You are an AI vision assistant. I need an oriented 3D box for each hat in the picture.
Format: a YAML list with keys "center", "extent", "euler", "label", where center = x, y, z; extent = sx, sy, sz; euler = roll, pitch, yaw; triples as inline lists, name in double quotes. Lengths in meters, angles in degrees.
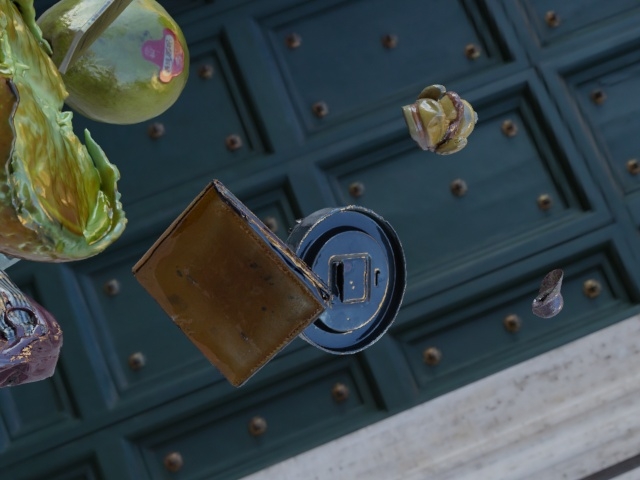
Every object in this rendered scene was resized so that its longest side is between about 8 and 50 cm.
- center: [0.385, 0.091, 1.695]
  extent: [0.042, 0.087, 0.058]
  euler: [28, 14, -9]
  label: "hat"

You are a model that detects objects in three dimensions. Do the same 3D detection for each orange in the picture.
- center: [-0.325, -0.117, 1.038]
  extent: [0.334, 0.196, 0.262]
  euler: [57, 15, 13]
  label: "orange"

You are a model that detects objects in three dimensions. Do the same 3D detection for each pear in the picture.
- center: [-0.449, -0.384, 2.131]
  extent: [0.287, 0.375, 0.287]
  euler: [4, -84, 43]
  label: "pear"

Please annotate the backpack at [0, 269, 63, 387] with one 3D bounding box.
- center: [-0.589, 0.142, 1.733]
  extent: [0.283, 0.317, 0.197]
  euler: [7, 97, -58]
  label: "backpack"

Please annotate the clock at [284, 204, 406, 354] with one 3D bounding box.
- center: [0.041, 0.071, 1.922]
  extent: [0.055, 0.280, 0.280]
  euler: [10, -55, 53]
  label: "clock"

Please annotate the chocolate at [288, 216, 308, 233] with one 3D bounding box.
- center: [0.000, 0.000, 2.134]
  extent: [0.133, 0.156, 0.156]
  euler: [16, 45, -56]
  label: "chocolate"

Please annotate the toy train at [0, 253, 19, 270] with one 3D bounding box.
- center: [-0.702, 0.042, 2.080]
  extent: [0.086, 0.407, 0.088]
  euler: [59, 2, -33]
  label: "toy train"

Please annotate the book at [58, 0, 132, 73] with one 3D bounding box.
- center: [-0.302, -0.336, 1.493]
  extent: [0.013, 0.192, 0.168]
  euler: [40, -24, -11]
  label: "book"

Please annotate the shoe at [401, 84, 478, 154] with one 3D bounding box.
- center: [0.129, -0.126, 1.096]
  extent: [0.109, 0.069, 0.072]
  euler: [37, 37, -59]
  label: "shoe"

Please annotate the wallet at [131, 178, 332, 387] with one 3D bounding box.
- center: [-0.104, 0.051, 1.192]
  extent: [0.195, 0.161, 0.042]
  euler: [45, 16, -1]
  label: "wallet"
